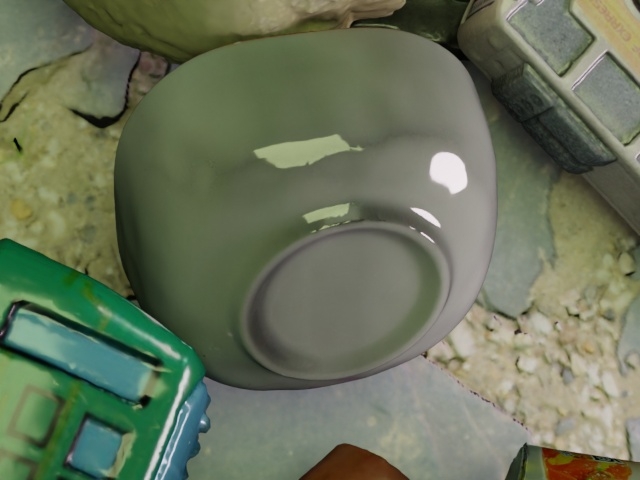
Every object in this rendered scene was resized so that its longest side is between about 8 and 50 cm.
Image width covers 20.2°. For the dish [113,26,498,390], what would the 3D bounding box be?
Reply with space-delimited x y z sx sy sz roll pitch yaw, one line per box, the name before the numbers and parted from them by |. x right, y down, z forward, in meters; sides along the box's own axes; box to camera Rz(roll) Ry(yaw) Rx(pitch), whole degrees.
dish | 0.000 0.000 1.087 0.256 0.256 0.117 -8 42 -12

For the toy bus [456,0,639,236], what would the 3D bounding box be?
toy bus | 0.242 -0.071 1.214 0.342 0.097 0.138 45 75 -7

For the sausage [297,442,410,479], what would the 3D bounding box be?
sausage | -0.034 0.246 1.095 0.113 0.113 0.259 45 72 3

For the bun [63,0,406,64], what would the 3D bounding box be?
bun | -0.024 -0.273 1.146 0.227 0.349 0.352 29 34 -44

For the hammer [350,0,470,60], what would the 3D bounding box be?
hammer | 0.067 -0.301 1.292 0.111 0.043 0.365 2 74 -10

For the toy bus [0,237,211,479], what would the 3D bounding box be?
toy bus | -0.201 0.181 1.044 0.199 0.183 0.344 24 74 -6

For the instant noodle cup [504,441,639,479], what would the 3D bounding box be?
instant noodle cup | 0.174 0.221 1.104 0.153 0.205 0.205 15 73 5
